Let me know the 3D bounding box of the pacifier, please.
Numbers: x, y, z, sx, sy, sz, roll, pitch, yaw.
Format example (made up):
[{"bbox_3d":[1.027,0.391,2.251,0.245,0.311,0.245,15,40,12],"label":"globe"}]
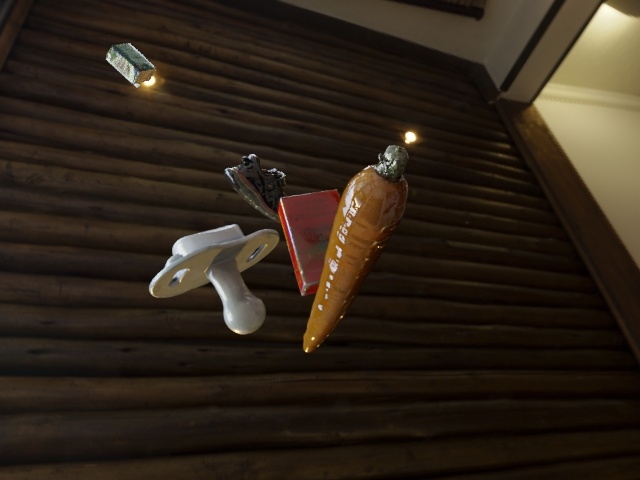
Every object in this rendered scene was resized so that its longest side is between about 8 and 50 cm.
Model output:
[{"bbox_3d":[-0.193,0.090,0.943,0.287,0.238,0.226,-14,-114,-44],"label":"pacifier"}]

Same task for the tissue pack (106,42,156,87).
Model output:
[{"bbox_3d":[-0.569,-0.520,1.396,0.111,0.079,0.085,42,-149,-3],"label":"tissue pack"}]

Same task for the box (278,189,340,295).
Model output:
[{"bbox_3d":[0.000,0.001,0.821,0.112,0.048,0.175,-9,-115,-16],"label":"box"}]

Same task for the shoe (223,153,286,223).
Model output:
[{"bbox_3d":[-0.160,-0.156,1.438,0.137,0.291,0.114,-51,-145,-7],"label":"shoe"}]

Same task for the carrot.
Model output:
[{"bbox_3d":[0.026,0.035,0.541,0.069,0.336,0.069,13,-142,-11],"label":"carrot"}]
